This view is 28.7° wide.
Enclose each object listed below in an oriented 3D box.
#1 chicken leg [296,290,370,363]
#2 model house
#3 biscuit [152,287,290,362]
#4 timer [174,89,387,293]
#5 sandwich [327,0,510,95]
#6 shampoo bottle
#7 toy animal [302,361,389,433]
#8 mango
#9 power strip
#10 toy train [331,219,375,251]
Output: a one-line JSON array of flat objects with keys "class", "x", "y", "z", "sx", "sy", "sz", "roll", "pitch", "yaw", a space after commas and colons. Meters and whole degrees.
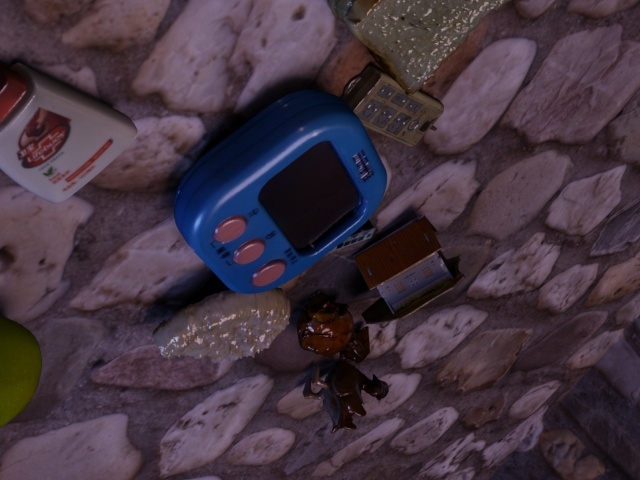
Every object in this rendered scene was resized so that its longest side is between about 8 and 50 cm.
[{"class": "chicken leg", "x": 0.041, "y": 0.180, "z": 2.404, "sx": 0.113, "sy": 0.093, "sz": 0.304, "roll": -54, "pitch": 155, "yaw": 2}, {"class": "model house", "x": 0.138, "y": 0.047, "z": 2.316, "sx": 0.219, "sy": 0.136, "sz": 0.207, "roll": -29, "pitch": -167, "yaw": 10}, {"class": "biscuit", "x": -0.139, "y": 0.129, "z": 2.078, "sx": 0.179, "sy": 0.084, "sz": 0.281, "roll": -33, "pitch": 160, "yaw": 21}, {"class": "timer", "x": -0.057, "y": -0.070, "z": 1.889, "sx": 0.309, "sy": 0.115, "sz": 0.340, "roll": -37, "pitch": 152, "yaw": -1}, {"class": "sandwich", "x": 0.157, "y": -0.363, "z": 1.753, "sx": 0.273, "sy": 0.095, "sz": 0.249, "roll": -43, "pitch": 148, "yaw": 8}, {"class": "shampoo bottle", "x": -0.344, "y": -0.151, "z": 1.479, "sx": 0.153, "sy": 0.071, "sz": 0.284, "roll": -40, "pitch": 152, "yaw": 2}, {"class": "toy animal", "x": 0.058, "y": 0.322, "z": 2.524, "sx": 0.179, "sy": 0.188, "sz": 0.089, "roll": 15, "pitch": 132, "yaw": -16}, {"class": "mango", "x": -0.522, "y": 0.178, "z": 1.652, "sx": 0.343, "sy": 0.156, "sz": 0.192, "roll": 11, "pitch": 115, "yaw": -51}, {"class": "power strip", "x": 0.122, "y": -0.207, "z": 1.992, "sx": 0.092, "sy": 0.034, "sz": 0.268, "roll": -49, "pitch": 150, "yaw": 16}, {"class": "toy train", "x": 0.000, "y": 0.000, "z": 2.132, "sx": 0.207, "sy": 0.043, "sz": 0.047, "roll": -19, "pitch": 149, "yaw": -34}]
